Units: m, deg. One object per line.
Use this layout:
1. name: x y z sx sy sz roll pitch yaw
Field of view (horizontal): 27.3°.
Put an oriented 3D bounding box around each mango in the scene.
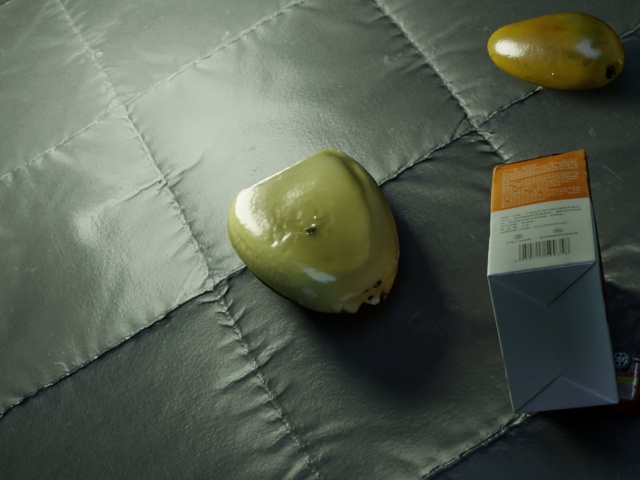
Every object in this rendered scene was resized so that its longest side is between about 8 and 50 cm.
1. mango: 0.393 -0.319 2.200 0.253 0.113 0.138 15 66 38

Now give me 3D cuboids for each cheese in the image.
1. cheese: 0.000 0.000 2.111 0.259 0.128 0.316 -29 52 -3

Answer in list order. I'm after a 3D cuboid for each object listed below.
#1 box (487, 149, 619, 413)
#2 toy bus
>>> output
1. box: 0.318 0.048 1.810 0.143 0.225 0.341 -7 27 13
2. toy bus: 0.372 0.201 1.854 0.174 0.079 0.077 1 64 23
